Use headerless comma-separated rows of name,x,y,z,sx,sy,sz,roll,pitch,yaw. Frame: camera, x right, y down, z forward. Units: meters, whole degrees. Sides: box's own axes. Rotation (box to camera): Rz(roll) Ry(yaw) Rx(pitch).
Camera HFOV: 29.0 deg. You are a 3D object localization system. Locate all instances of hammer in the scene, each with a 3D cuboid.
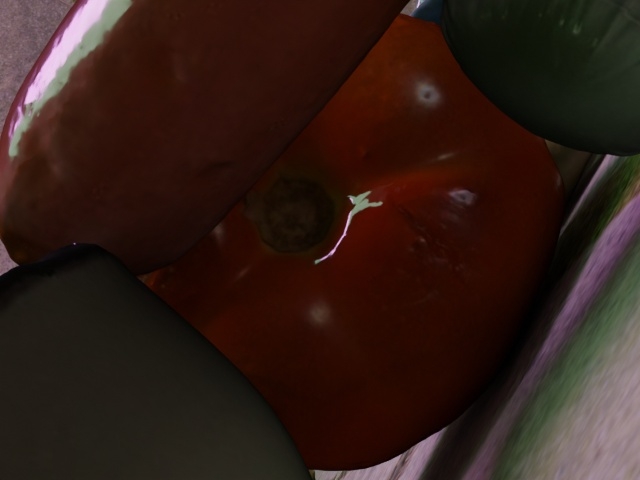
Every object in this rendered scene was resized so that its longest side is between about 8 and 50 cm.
hammer,0.163,-0.166,0.425,0.206,0.119,0.335,-60,4,-21

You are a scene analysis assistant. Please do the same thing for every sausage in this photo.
sausage,-0.045,-0.083,0.518,0.259,0.113,0.113,-47,2,20

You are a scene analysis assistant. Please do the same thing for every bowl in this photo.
bowl,-0.101,0.195,0.452,0.354,0.185,0.354,-59,-3,-5

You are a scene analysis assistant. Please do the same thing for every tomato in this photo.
tomato,0.004,0.001,0.667,0.259,0.260,0.180,-60,-17,-2

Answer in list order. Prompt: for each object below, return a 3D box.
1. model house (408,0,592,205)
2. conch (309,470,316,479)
model house,0.123,-0.098,0.839,0.325,0.194,0.267,-45,3,33
conch,-0.045,0.323,1.567,0.089,0.074,0.121,-31,-43,-34
